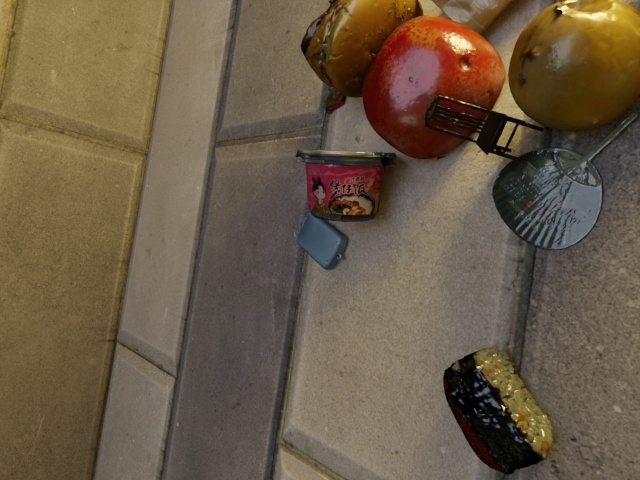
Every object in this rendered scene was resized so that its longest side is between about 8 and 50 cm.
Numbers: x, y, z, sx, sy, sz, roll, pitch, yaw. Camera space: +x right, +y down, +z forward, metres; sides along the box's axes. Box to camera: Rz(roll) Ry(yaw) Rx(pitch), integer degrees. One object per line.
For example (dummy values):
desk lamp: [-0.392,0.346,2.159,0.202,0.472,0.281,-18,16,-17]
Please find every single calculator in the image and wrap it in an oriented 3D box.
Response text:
calculator: [0.000,0.000,1.338,0.210,0.039,0.121,40,112,40]

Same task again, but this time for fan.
fan: [0.497,-0.098,0.889,0.295,0.012,0.223,-20,69,42]

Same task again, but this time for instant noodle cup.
instant noodle cup: [0.065,-0.148,1.180,0.303,0.259,0.181,20,112,56]

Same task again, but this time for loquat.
loquat: [0.472,-0.316,0.817,0.244,0.244,0.243,-10,76,43]

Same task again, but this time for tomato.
tomato: [0.235,-0.357,1.021,0.339,0.144,0.337,5,101,24]

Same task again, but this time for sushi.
sushi: [0.347,0.332,0.872,0.126,0.136,0.224,-42,60,41]

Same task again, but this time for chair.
chair: [0.331,-0.236,0.920,0.101,0.213,0.084,-90,16,-65]

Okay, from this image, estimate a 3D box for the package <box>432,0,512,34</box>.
package: [0.372,-0.649,0.964,0.311,0.165,0.221,-44,48,45]

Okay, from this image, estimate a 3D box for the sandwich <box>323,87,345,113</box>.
sandwich: [0.049,-0.450,1.381,0.101,0.026,0.069,-25,65,38]

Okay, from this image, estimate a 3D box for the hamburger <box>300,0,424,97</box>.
hamburger: [0.110,-0.530,1.154,0.174,0.284,0.304,49,117,24]
